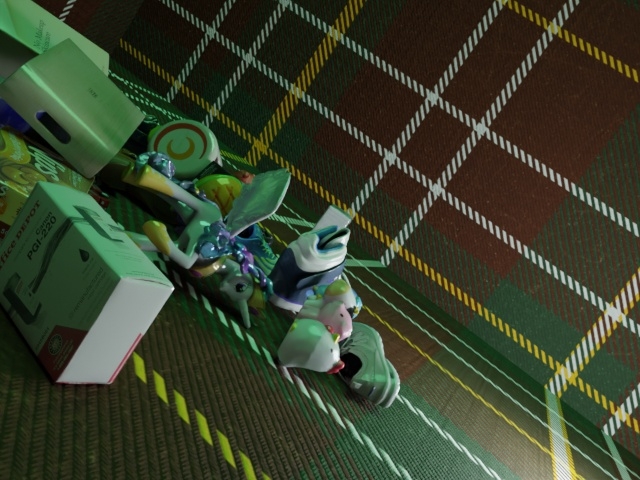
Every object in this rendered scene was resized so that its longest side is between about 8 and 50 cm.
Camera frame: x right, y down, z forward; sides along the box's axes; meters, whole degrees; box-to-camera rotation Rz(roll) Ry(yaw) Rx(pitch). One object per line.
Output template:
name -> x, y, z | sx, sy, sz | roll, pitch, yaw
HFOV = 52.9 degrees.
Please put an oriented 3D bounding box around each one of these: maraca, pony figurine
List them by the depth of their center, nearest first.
pony figurine -> -0.238, -0.028, 1.322 | 0.363, 0.302, 0.351 | 34, 40, -31
maraca -> -0.275, -0.104, 1.567 | 0.185, 0.127, 0.099 | -10, 41, -32

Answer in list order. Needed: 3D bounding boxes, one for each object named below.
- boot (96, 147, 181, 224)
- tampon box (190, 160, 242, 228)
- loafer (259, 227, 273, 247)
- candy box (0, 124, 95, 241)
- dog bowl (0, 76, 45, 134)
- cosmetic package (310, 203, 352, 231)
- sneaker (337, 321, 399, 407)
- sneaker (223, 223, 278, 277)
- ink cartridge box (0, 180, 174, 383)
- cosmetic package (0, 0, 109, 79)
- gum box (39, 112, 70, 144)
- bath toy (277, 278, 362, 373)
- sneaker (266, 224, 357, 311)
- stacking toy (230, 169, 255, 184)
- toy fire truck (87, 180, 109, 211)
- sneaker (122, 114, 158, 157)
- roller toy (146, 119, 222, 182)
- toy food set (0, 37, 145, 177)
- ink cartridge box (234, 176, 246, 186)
boot -> -0.448, -0.149, 1.632 | 0.283, 0.109, 0.220 | 21, 11, -31
tampon box -> -0.282, -0.111, 1.728 | 0.101, 0.120, 0.161 | 39, -19, 14
loafer -> -0.243, -0.030, 1.844 | 0.223, 0.076, 0.078 | 27, -26, -8
candy box -> -0.497, -0.089, 1.083 | 0.183, 0.088, 0.316 | 33, 8, -21
dog bowl -> -0.746, -0.364, 1.455 | 0.265, 0.104, 0.265 | 41, 12, -11
cosmetic package -> 0.000, 0.000, 2.030 | 0.085, 0.231, 0.117 | 35, 9, 2
sneaker -> 0.075, 0.247, 1.409 | 0.115, 0.105, 0.281 | 24, 9, -24
sneaker -> -0.157, 0.030, 1.578 | 0.240, 0.126, 0.091 | 21, 44, -31
ink cartridge box -> -0.310, 0.050, 0.810 | 0.218, 0.159, 0.092 | 40, 10, 32
cosmetic package -> -0.627, -0.418, 1.409 | 0.309, 0.113, 0.160 | 32, 37, -45
gum box -> -0.592, -0.275, 1.574 | 0.188, 0.062, 0.107 | 25, 22, 37
bath toy -> 0.012, 0.177, 1.345 | 0.129, 0.151, 0.348 | 31, 14, 2
sneaker -> 0.033, 0.075, 1.598 | 0.322, 0.236, 0.130 | 15, 36, -43
stacking toy -> -0.359, -0.224, 2.215 | 0.279, 0.130, 0.309 | 36, 8, 1
toy fire truck -> -0.528, -0.127, 1.314 | 0.192, 0.047, 0.135 | 42, 11, 34
sneaker -> -0.483, -0.263, 1.854 | 0.226, 0.163, 0.086 | 31, 8, -33
roller toy -> -0.371, -0.219, 1.776 | 0.146, 0.191, 0.209 | 91, -11, -65
toy food set -> -0.486, -0.268, 1.286 | 0.220, 0.092, 0.306 | 47, 18, -22
ink cartridge box -> -0.264, -0.108, 1.949 | 0.127, 0.128, 0.176 | 32, 10, -24
